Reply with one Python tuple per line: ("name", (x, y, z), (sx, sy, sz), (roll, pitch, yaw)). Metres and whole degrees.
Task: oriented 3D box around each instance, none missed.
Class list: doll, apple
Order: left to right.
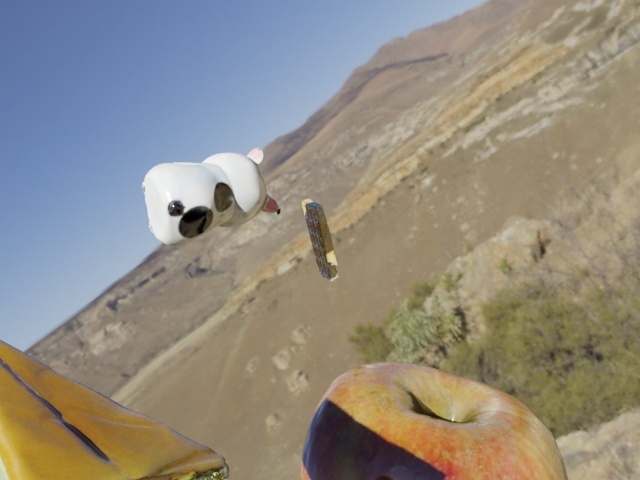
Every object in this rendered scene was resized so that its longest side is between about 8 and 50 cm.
("doll", (-0.154, -0.061, 0.955), (0.107, 0.110, 0.181), (2, 17, 42))
("apple", (0.119, 0.290, 0.762), (0.301, 0.301, 0.301), (-36, 4, 3))

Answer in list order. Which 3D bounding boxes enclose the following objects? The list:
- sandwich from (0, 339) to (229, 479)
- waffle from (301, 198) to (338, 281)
("sandwich", (-0.147, 0.116, 0.401), (0.113, 0.163, 0.079), (7, -70, -45))
("waffle", (0.000, 0.000, 1.163), (0.021, 0.135, 0.092), (-18, 13, -12))
